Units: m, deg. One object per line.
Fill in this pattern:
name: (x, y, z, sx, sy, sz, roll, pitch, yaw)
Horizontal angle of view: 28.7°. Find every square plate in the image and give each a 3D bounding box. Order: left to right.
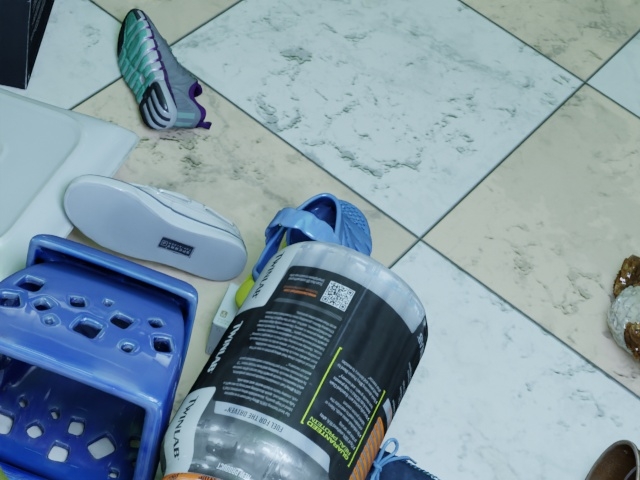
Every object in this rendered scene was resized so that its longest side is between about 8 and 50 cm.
square plate: (-0.465, -0.091, 1.623, 0.347, 0.049, 0.344, 18, 49, 13)

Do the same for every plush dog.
plush dog: (0.505, 0.107, 1.709, 0.225, 0.210, 0.262, 1, 21, 3)

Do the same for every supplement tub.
supplement tub: (-0.033, 0.182, 1.326, 0.207, 0.207, 0.338, 26, 53, 6)

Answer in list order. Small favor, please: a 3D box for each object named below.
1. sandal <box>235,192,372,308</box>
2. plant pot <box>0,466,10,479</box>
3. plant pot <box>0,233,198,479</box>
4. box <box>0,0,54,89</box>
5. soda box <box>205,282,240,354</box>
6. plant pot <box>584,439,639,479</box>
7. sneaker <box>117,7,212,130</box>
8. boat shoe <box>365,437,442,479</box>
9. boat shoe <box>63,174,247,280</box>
sandal: (0.000, 0.000, 1.611, 0.126, 0.138, 0.317, 21, 23, 8)
plant pot: (-0.360, 0.363, 1.141, 0.367, 0.366, 0.353, -13, 44, -25)
plant pot: (-0.267, 0.143, 1.407, 0.236, 0.236, 0.212, 19, 42, 1)
box: (-0.443, -0.378, 1.818, 0.103, 0.184, 0.261, 9, 49, -5)
soda box: (-0.031, 0.134, 1.580, 0.216, 0.069, 0.074, 21, 48, 1)
plant pot: (0.402, 0.343, 1.475, 0.165, 0.167, 0.167, 24, 48, -6)
sneaker: (-0.232, -0.246, 1.852, 0.098, 0.083, 0.223, 7, 51, -38)
boat shoe: (0.029, 0.275, 1.464, 0.258, 0.089, 0.109, 13, 49, -5)
boat shoe: (-0.215, -0.026, 1.629, 0.258, 0.095, 0.084, 28, 28, -27)
